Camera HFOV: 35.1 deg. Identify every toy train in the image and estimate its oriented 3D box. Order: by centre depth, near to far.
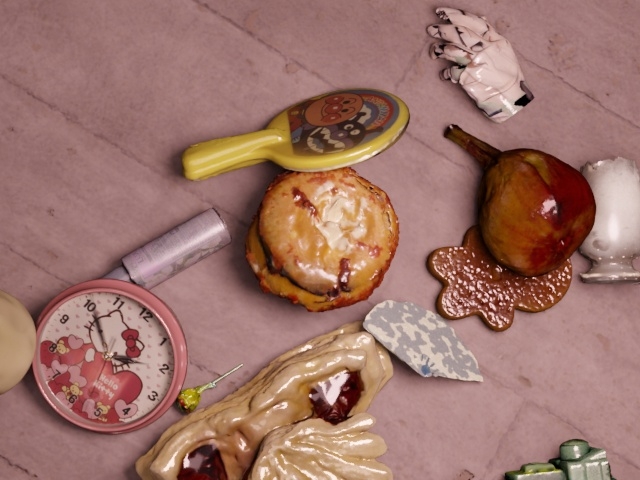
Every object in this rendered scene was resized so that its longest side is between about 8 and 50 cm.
[{"bbox_3d":[0.375,0.475,1.546,0.178,0.138,0.330,-6,81,-3],"label":"toy train"}]

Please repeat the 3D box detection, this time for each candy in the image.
[{"bbox_3d":[-0.171,0.227,1.580,0.123,0.035,0.035,-31,74,-19],"label":"candy"}]

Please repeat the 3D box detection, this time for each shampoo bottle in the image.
[{"bbox_3d":[-0.244,0.027,1.578,0.214,0.072,0.072,-30,86,-11],"label":"shampoo bottle"}]

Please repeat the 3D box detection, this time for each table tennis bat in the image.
[{"bbox_3d":[-0.042,-0.163,1.585,0.368,0.224,0.054,-14,125,2],"label":"table tennis bat"}]

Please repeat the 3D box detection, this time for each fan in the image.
[{"bbox_3d":[0.164,0.160,1.589,0.240,0.009,0.131,27,48,-22],"label":"fan"}]

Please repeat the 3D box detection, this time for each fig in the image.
[{"bbox_3d":[0.292,-0.084,1.581,0.190,0.190,0.290,-41,80,-10],"label":"fig"}]

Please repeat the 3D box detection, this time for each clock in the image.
[{"bbox_3d":[-0.322,0.177,1.535,0.244,0.056,0.244,1,99,4],"label":"clock"}]

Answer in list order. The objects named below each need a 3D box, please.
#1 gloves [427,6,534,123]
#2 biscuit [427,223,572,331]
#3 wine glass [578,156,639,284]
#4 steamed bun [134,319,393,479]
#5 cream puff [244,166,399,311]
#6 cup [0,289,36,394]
[{"bbox_3d":[0.261,-0.301,1.666,0.127,0.111,0.212,-36,94,-5],"label":"gloves"},{"bbox_3d":[0.294,0.057,1.646,0.236,0.039,0.180,-7,77,-7],"label":"biscuit"},{"bbox_3d":[0.469,-0.028,1.641,0.111,0.111,0.204,-1,85,-6],"label":"wine glass"},{"bbox_3d":[-0.044,0.312,1.505,0.428,0.189,0.247,-29,93,-10],"label":"steamed bun"},{"bbox_3d":[0.000,0.001,1.562,0.240,0.164,0.240,6,68,-14],"label":"cream puff"},{"bbox_3d":[-0.555,0.107,1.450,0.255,0.202,0.173,37,86,26],"label":"cup"}]
